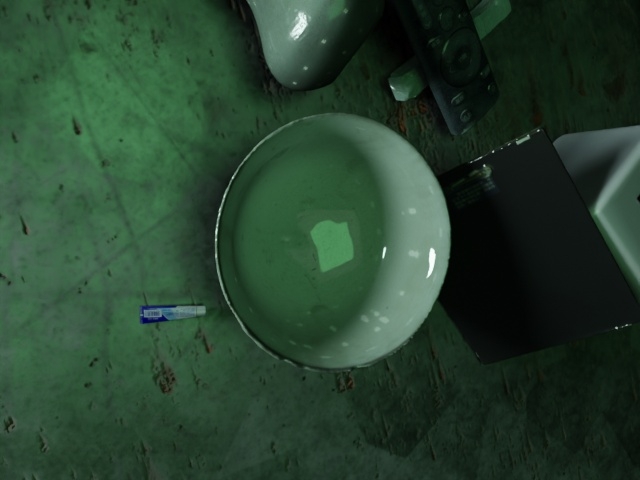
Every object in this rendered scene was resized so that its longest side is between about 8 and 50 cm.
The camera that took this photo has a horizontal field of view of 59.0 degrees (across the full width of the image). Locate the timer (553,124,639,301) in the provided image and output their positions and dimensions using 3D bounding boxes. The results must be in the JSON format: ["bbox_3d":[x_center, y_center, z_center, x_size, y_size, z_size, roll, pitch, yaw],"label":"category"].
[{"bbox_3d":[0.447,-0.044,0.897,0.194,0.192,0.195,-47,110,-13],"label":"timer"}]

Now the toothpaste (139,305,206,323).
[{"bbox_3d":[-0.192,0.094,0.738,0.083,0.015,0.024,-3,97,-17],"label":"toothpaste"}]

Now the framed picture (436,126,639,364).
[{"bbox_3d":[0.278,0.031,0.832,0.338,0.255,0.014,53,32,-17],"label":"framed picture"}]

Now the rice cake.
[{"bbox_3d":[0.196,-0.294,0.853,0.245,0.042,0.045,-41,122,-16],"label":"rice cake"}]

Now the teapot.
[{"bbox_3d":[-0.054,-0.310,0.687,0.251,0.183,0.183,35,80,-9],"label":"teapot"}]

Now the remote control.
[{"bbox_3d":[0.149,-0.315,0.757,0.107,0.044,0.377,-43,127,-9],"label":"remote control"}]

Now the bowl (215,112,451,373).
[{"bbox_3d":[0.000,0.000,0.739,0.314,0.146,0.313,-2,95,-24],"label":"bowl"}]
